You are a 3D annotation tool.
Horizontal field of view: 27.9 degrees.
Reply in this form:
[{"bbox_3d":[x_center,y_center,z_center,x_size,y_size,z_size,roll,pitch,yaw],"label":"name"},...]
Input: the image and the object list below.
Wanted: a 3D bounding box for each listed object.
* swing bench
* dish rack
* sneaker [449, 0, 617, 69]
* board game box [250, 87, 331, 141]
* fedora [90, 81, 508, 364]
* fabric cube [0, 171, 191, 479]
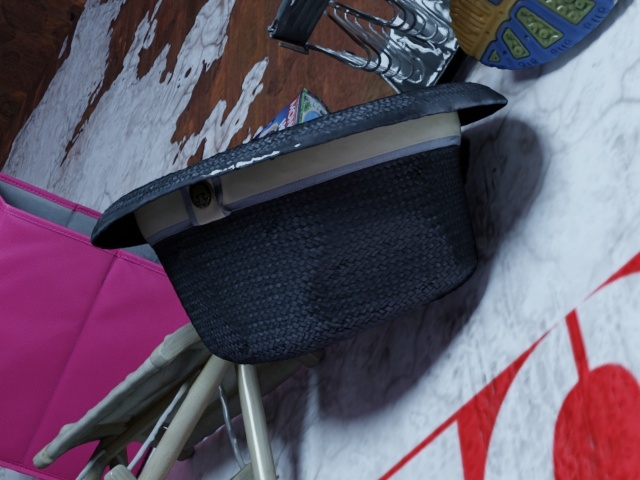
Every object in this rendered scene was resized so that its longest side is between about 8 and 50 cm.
[{"bbox_3d":[-0.140,0.210,1.098,0.253,0.165,0.254,-42,32,43],"label":"swing bench"},{"bbox_3d":[0.070,-0.210,0.985,0.208,0.074,0.271,-60,-19,13],"label":"dish rack"},{"bbox_3d":[0.205,-0.254,0.946,0.296,0.112,0.131,-55,-2,35],"label":"sneaker"},{"bbox_3d":[-0.029,-0.040,1.242,0.194,0.060,0.194,-38,35,44],"label":"board game box"},{"bbox_3d":[0.000,0.000,0.980,0.334,0.334,0.152,-20,88,58],"label":"fedora"},{"bbox_3d":[-0.297,0.097,1.423,0.258,0.259,0.254,-66,24,2],"label":"fabric cube"}]
